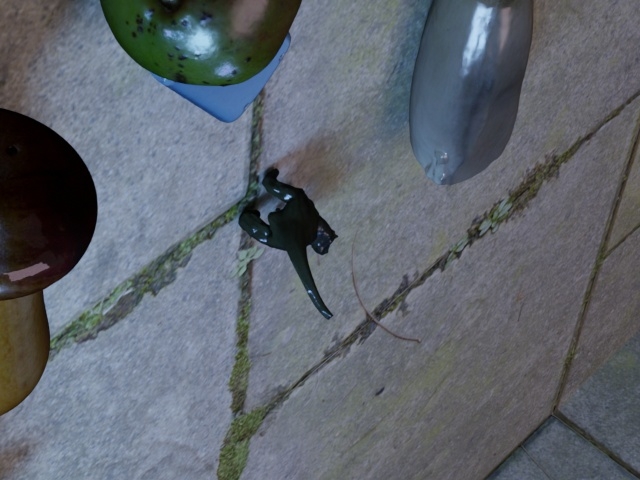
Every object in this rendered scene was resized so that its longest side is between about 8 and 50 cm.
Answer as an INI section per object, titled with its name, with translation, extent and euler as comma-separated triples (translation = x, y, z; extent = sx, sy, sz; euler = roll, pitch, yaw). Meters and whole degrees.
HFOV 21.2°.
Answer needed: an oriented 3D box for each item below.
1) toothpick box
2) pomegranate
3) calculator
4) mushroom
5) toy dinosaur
[toothpick box]
translation = -0.295, 0.022, 1.452
extent = 0.192, 0.192, 0.294
euler = -34, 155, -37
[pomegranate]
translation = -0.092, -0.232, 1.502
extent = 0.224, 0.181, 0.181
euler = -45, 161, -59
[calculator]
translation = -0.097, -0.187, 1.702
extent = 0.121, 0.039, 0.210
euler = -53, 157, 4
[mushroom]
translation = 0.180, -0.218, 2.056
extent = 0.154, 0.137, 0.407
euler = -28, 146, -23
[toy dinosaur]
translation = 0.000, 0.000, 1.968
extent = 0.087, 0.179, 0.187
euler = -60, 158, 17
